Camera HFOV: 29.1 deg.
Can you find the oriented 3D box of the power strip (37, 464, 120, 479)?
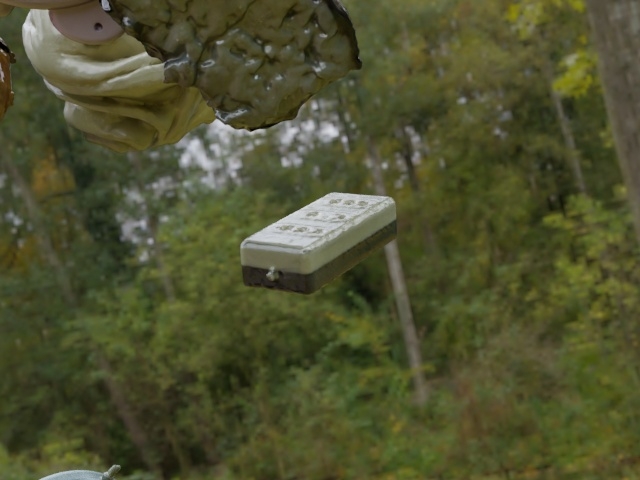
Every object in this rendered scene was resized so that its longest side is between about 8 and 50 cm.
[{"bbox_3d":[-0.412,0.447,1.996,0.253,0.054,0.167,-34,-49,5],"label":"power strip"}]

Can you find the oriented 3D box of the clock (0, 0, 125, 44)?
[{"bbox_3d":[-0.341,-0.403,1.434,0.322,0.296,0.113,16,17,-16],"label":"clock"}]

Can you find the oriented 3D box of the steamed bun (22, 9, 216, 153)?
[{"bbox_3d":[-0.309,-0.255,1.951,0.394,0.237,0.346,25,13,-37],"label":"steamed bun"}]

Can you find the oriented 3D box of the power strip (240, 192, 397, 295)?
[{"bbox_3d":[0.000,0.000,1.590,0.105,0.070,0.256,5,21,29],"label":"power strip"}]

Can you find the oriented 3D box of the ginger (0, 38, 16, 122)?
[{"bbox_3d":[-0.535,-0.277,1.742,0.133,0.309,0.107,-36,-23,-34],"label":"ginger"}]

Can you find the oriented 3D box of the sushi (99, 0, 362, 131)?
[{"bbox_3d":[-0.119,-0.257,1.220,0.196,0.343,0.182,-45,36,-1],"label":"sushi"}]
